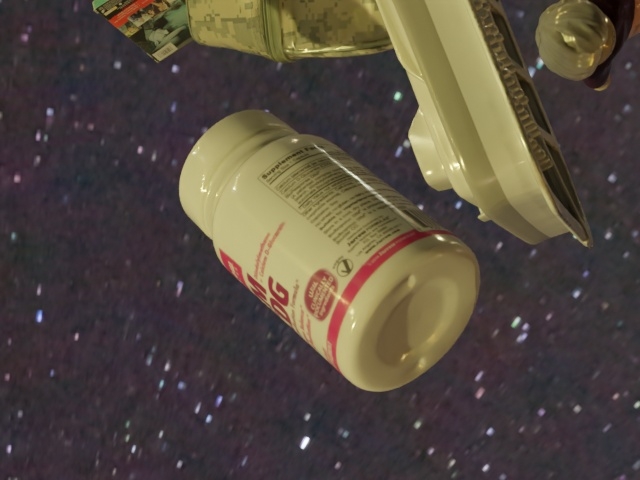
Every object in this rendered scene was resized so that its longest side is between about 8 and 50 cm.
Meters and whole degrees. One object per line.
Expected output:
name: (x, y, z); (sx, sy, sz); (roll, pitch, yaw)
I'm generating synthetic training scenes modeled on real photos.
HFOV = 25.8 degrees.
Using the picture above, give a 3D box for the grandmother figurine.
grandmother figurine: (0.351, -0.274, 1.675); (0.104, 0.208, 0.342); (5, -156, 29)

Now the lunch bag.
lunch bag: (0.055, -0.284, 1.249); (0.256, 0.213, 0.305); (15, -149, 24)

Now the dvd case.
dvd case: (-0.159, -0.228, 1.388); (0.087, 0.119, 0.013); (-31, -122, 14)

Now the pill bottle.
pill bottle: (0.000, 0.000, 1.310); (0.160, 0.160, 0.283); (-27, -133, -28)

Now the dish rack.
dish rack: (0.088, -0.125, 0.917); (0.072, 0.333, 0.286); (-22, -100, 12)
